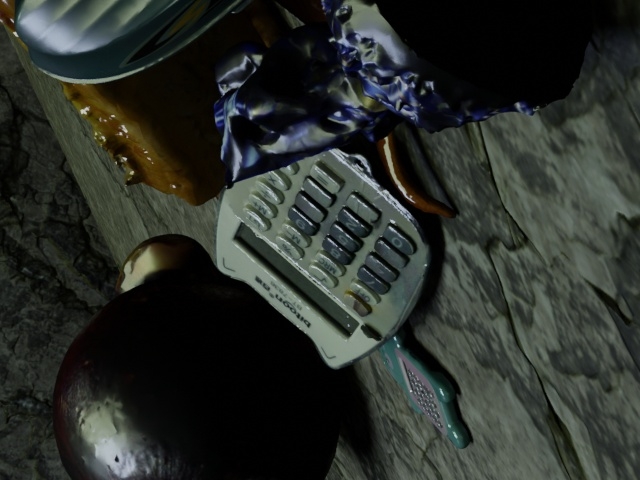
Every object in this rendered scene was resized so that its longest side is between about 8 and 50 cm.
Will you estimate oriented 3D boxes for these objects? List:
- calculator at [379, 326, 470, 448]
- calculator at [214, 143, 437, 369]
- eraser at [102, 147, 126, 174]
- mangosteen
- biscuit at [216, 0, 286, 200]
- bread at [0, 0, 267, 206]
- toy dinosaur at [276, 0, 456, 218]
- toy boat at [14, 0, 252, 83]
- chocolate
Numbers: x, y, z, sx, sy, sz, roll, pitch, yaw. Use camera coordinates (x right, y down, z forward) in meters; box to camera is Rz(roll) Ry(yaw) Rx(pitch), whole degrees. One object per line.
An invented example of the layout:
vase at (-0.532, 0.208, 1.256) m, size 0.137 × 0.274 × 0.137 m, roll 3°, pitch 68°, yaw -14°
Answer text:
calculator at (0.079, 0.113, 1.209) m, size 0.141 × 0.019 × 0.094 m, roll 44°, pitch 158°, yaw 57°
calculator at (0.000, 0.000, 1.118) m, size 0.177 × 0.040 × 0.268 m, roll 41°, pitch 154°, yaw 5°
eraser at (-0.247, -0.228, 1.733) m, size 0.171 × 0.087 × 0.290 m, roll 50°, pitch 159°, yaw 54°
mangosteen at (-0.125, 0.155, 1.558) m, size 0.307 × 0.307 × 0.347 m, roll 79°, pitch -168°, yaw -45°
biscuit at (-0.075, -0.115, 1.282) m, size 0.334 × 0.081 × 0.289 m, roll 59°, pitch 163°, yaw 31°
bread at (-0.115, -0.127, 0.926) m, size 0.077 × 0.139 × 0.271 m, roll 35°, pitch 170°, yaw 32°
toy dinosaur at (-0.049, -0.211, 0.980) m, size 0.432 × 0.097 × 0.208 m, roll 62°, pitch 176°, yaw 27°
toy boat at (-0.053, -0.175, 0.725) m, size 0.296 × 0.122 × 0.114 m, roll -38°, pitch 76°, yaw 32°
chocolate at (0.026, -0.097, 0.796) m, size 0.126 × 0.148 × 0.343 m, roll 33°, pitch 164°, yaw -11°
